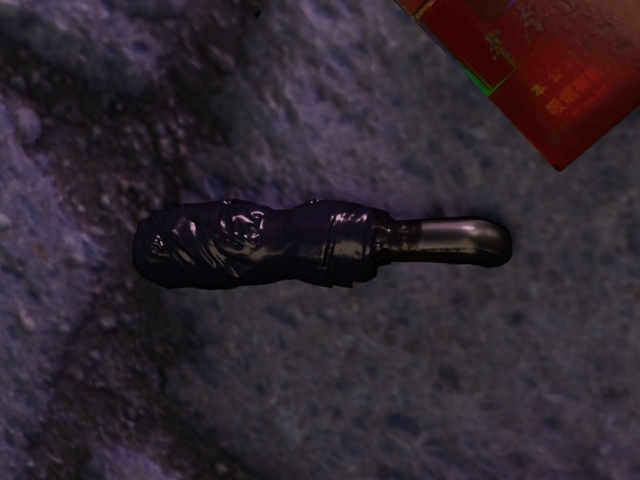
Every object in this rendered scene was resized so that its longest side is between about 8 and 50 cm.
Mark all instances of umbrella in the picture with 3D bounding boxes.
[{"bbox_3d":[-0.003,-0.003,0.983,0.248,0.071,0.071,-5,111,24],"label":"umbrella"}]

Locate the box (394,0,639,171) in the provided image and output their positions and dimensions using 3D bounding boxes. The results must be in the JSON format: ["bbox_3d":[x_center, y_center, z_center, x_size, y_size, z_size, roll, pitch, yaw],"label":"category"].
[{"bbox_3d":[0.117,-0.139,0.861,0.175,0.048,0.112,46,125,0],"label":"box"}]
